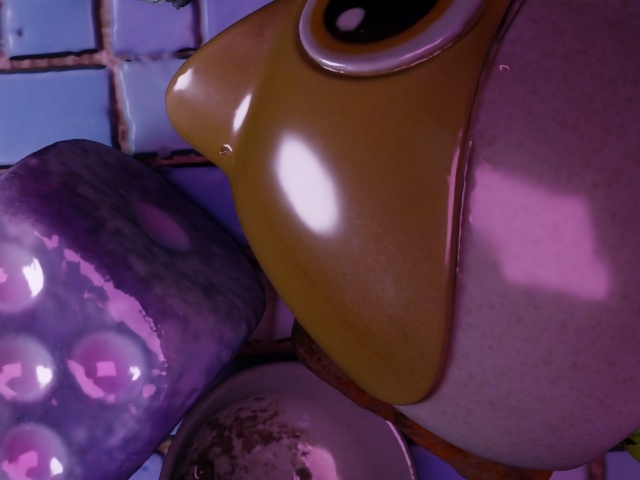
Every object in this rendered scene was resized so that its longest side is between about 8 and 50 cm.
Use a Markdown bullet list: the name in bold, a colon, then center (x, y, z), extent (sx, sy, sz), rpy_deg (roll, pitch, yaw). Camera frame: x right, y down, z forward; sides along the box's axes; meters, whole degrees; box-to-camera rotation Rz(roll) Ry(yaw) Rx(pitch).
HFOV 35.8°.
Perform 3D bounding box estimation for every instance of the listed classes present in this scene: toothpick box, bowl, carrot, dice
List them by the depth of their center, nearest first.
- **toothpick box**: center (0.135, -0.066, 0.805), extent (0.425, 0.409, 0.409), rpy_deg (42, 107, 10)
- **dice**: center (-0.236, 0.081, 0.982), extent (0.270, 0.270, 0.271), rpy_deg (42, 106, -2)
- **carrot**: center (0.108, 0.142, 1.017), extent (0.302, 0.139, 0.139), rpy_deg (40, 107, -15)
- **bowl**: center (-0.050, 0.281, 1.044), extent (0.289, 0.146, 0.289), rpy_deg (8, 70, -22)

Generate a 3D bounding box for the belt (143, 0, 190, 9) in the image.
- **belt**: center (-0.162, -0.304, 0.974), extent (0.121, 0.079, 0.151), rpy_deg (4, 105, 8)

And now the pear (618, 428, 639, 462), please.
- **pear**: center (0.464, 0.143, 0.939), extent (0.281, 0.176, 0.287), rpy_deg (23, 107, 1)
